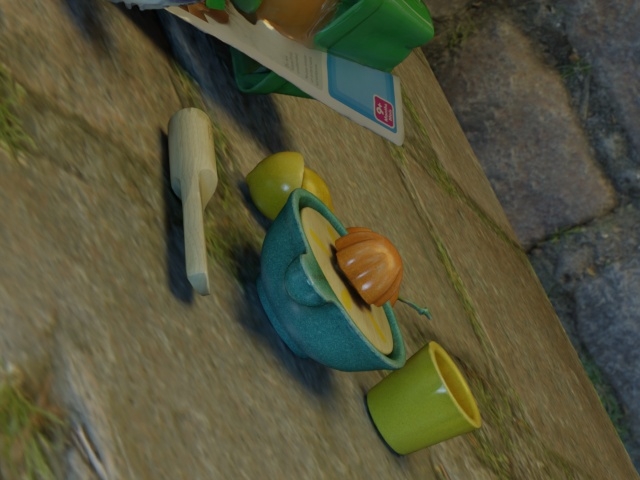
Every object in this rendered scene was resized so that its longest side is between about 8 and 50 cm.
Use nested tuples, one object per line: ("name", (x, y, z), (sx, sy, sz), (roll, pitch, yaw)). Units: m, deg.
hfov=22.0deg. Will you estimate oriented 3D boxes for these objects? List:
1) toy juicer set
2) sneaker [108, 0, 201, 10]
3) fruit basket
("toy juicer set", (0.000, 0.000, 1.088), (0.329, 0.089, 0.209), (42, 22, -51))
("sneaker", (-0.140, -0.279, 1.046), (0.293, 0.102, 0.146), (59, -21, 30))
("fruit basket", (-0.065, -0.268, 1.274), (0.353, 0.165, 0.327), (32, 37, -44))
